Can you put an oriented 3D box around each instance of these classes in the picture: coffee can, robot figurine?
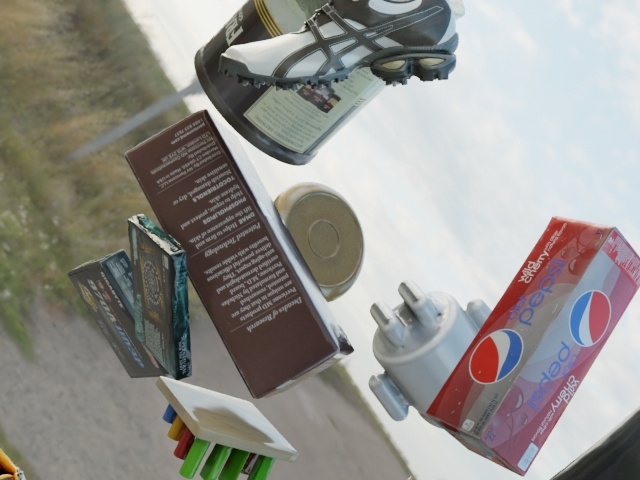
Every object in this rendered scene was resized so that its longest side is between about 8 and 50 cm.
[{"bbox_3d":[0.009,-0.254,1.193,0.202,0.275,0.201,37,27,-23],"label":"coffee can"},{"bbox_3d":[0.242,0.243,1.970,0.353,0.300,0.199,54,4,-26],"label":"robot figurine"}]

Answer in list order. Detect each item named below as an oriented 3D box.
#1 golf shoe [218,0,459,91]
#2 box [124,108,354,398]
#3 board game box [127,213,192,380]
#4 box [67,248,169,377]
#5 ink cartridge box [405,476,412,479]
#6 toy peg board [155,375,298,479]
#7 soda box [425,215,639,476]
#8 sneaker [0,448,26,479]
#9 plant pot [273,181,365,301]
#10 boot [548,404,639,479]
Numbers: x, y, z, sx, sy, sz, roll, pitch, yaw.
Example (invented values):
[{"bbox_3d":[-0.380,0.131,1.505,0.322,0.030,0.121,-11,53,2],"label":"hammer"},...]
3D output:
[{"bbox_3d":[0.013,-0.171,0.799,0.077,0.198,0.093,-105,-170,-74],"label":"golf shoe"},{"bbox_3d":[-0.108,0.022,1.363,0.381,0.143,0.191,62,4,9],"label":"box"},{"bbox_3d":[-0.209,0.073,1.268,0.126,0.026,0.186,35,-48,47],"label":"board game box"},{"bbox_3d":[-0.328,0.128,1.649,0.175,0.051,0.220,-14,-73,57],"label":"box"},{"bbox_3d":[0.026,0.487,1.442,0.060,0.275,0.239,47,-37,3],"label":"ink cartridge box"},{"bbox_3d":[-0.143,0.272,1.335,0.161,0.079,0.161,24,5,-34],"label":"toy peg board"},{"bbox_3d":[0.228,0.105,1.016,0.083,0.263,0.092,42,-13,-29],"label":"soda box"},{"bbox_3d":[-0.358,0.312,1.117,0.215,0.084,0.083,36,-55,31],"label":"sneaker"},{"bbox_3d":[0.000,0.000,1.849,0.032,0.236,0.236,-16,-69,52],"label":"plant pot"},{"bbox_3d":[0.227,0.340,1.146,0.367,0.445,0.146,54,7,-22],"label":"boot"}]
